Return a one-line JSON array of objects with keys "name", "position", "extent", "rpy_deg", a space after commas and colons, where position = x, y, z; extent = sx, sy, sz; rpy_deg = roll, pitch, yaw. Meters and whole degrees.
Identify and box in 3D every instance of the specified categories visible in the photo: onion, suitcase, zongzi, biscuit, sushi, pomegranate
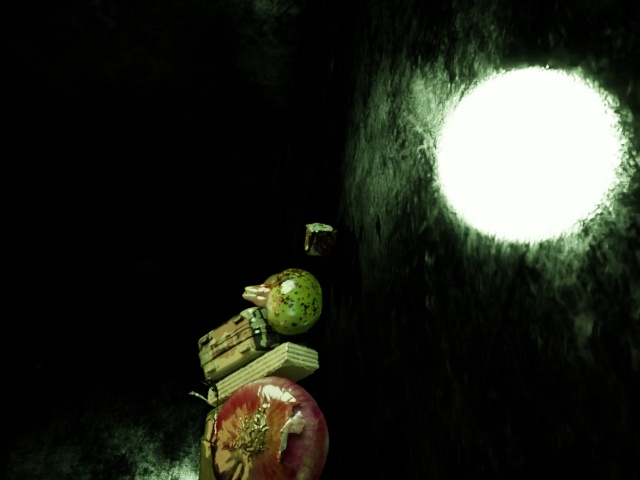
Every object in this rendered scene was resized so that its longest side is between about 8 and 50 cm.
[{"name": "onion", "position": [-0.127, 0.561, 1.453], "extent": [0.285, 0.348, 0.347], "rpy_deg": [39, -134, -58]}, {"name": "suitcase", "position": [-0.208, 0.366, 1.813], "extent": [0.351, 0.339, 0.194], "rpy_deg": [-33, 64, 32]}, {"name": "zongzi", "position": [-0.206, 0.651, 1.579], "extent": [0.181, 0.418, 0.447], "rpy_deg": [-2, -83, -61]}, {"name": "biscuit", "position": [-0.191, 0.448, 1.675], "extent": [0.426, 0.144, 0.078], "rpy_deg": [-35, 46, 34]}, {"name": "sushi", "position": [0.000, -0.001, 1.497], "extent": [0.098, 0.094, 0.084], "rpy_deg": [-112, 28, -66]}, {"name": "pomegranate", "position": [-0.118, 0.184, 1.620], "extent": [0.214, 0.248, 0.214], "rpy_deg": [-171, 90, -84]}]

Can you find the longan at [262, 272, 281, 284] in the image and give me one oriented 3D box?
[{"name": "longan", "position": [-0.138, 0.198, 1.917], "extent": [0.189, 0.189, 0.189], "rpy_deg": [-175, 90, -79]}]
